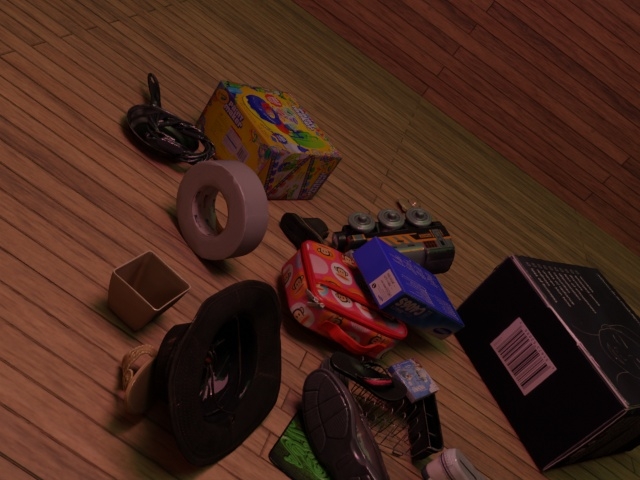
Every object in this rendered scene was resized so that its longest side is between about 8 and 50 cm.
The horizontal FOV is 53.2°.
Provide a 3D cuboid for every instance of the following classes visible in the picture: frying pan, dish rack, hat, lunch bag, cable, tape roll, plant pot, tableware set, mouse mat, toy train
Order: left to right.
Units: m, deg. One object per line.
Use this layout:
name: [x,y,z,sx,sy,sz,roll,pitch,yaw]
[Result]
plant pot: [-0.328,0.101,1.181,0.109,0.096,0.109,42,31,5]
frying pan: [-0.446,-0.325,1.670,0.197,0.053,0.326,-11,55,-51]
cable: [-0.353,-0.257,1.615,0.185,0.047,0.150,20,33,-25]
hat: [-0.193,0.214,1.097,0.134,0.331,0.331,5,19,27]
tape roll: [-0.218,-0.067,1.401,0.072,0.219,0.219,-11,56,-51]
mouse mat: [0.004,0.416,1.193,0.190,0.007,0.152,39,31,4]
lunch bag: [0.055,0.150,1.468,0.293,0.120,0.258,27,29,-29]
dish rack: [0.121,0.339,1.351,0.272,0.074,0.208,26,31,-17]
toy train: [0.203,0.014,1.739,0.334,0.142,0.190,-6,45,-20]
tableware set: [0.337,-0.096,2.208,0.169,0.020,0.141,-11,57,-53]

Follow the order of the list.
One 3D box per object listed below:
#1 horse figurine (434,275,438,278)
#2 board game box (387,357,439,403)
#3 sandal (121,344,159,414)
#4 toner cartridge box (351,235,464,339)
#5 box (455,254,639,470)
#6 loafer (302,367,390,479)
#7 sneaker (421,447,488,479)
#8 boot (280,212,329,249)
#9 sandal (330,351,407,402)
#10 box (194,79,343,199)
horse figurine: [0.253,0.099,1.807,0.175,0.066,0.263,21,39,-4]
board game box: [0.203,0.303,1.391,0.090,0.020,0.090,-6,50,-47]
sandal: [-0.301,0.217,1.102,0.079,0.088,0.240,9,20,13]
toner cartridge box: [0.218,0.123,1.541,0.348,0.075,0.165,30,29,-51]
box: [0.691,0.319,1.747,0.472,0.297,0.479,7,42,-39]
loafer: [0.055,0.386,1.202,0.095,0.109,0.302,26,34,-56]
sneaker: [0.295,0.518,1.283,0.258,0.091,0.094,53,22,-16]
boot: [0.000,0.000,1.685,0.137,0.077,0.197,1,47,-52]
sandal: [0.104,0.276,1.315,0.179,0.040,0.067,29,32,-9]
box: [-0.147,-0.274,1.795,0.279,0.177,0.290,-4,50,-50]
